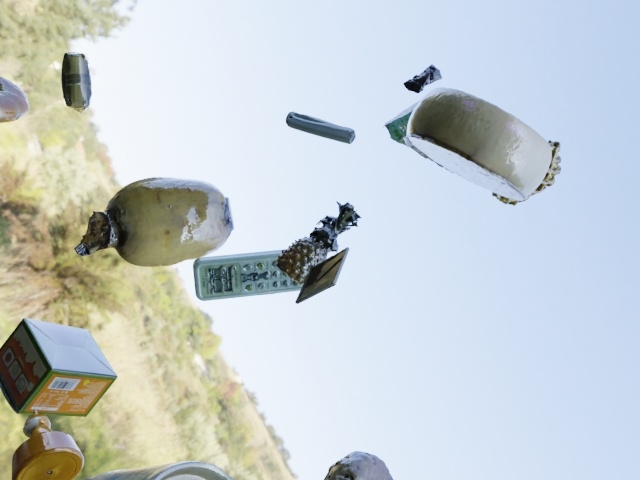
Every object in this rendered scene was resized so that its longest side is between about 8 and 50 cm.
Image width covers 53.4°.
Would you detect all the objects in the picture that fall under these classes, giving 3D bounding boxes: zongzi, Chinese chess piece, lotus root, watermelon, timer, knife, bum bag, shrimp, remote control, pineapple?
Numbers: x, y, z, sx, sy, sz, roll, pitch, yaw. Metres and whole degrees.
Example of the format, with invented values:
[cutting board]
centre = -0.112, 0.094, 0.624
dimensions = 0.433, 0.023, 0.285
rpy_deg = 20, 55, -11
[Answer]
[zongzi]
centre = -0.336, -0.218, 0.886
dimensions = 0.083, 0.040, 0.076
rpy_deg = -154, -117, -77
[Chinese chess piece]
centre = 0.290, -0.176, 1.185
dimensions = 0.112, 0.270, 0.270
rpy_deg = -61, -146, 5
[lotus root]
centre = -0.226, -0.026, 0.879
dimensions = 0.125, 0.221, 0.118
rpy_deg = -126, -145, -53
[watermelon]
centre = 0.291, -0.346, 1.773
dimensions = 0.128, 0.231, 0.146
rpy_deg = 46, -52, 3
[timer]
centre = -0.563, 0.410, 1.283
dimensions = 0.152, 0.132, 0.132
rpy_deg = 48, -28, 41
[knife]
centre = 0.000, -0.237, 1.326
dimensions = 0.162, 0.044, 0.023
rpy_deg = 20, -34, 22
[bum bag]
centre = 0.297, -0.461, 1.825
dimensions = 0.058, 0.124, 0.034
rpy_deg = 50, -16, 17
[shrimp]
centre = -0.645, -0.268, 1.123
dimensions = 0.150, 0.249, 0.068
rpy_deg = 52, -58, 27
[remote control]
centre = -0.187, 0.091, 1.797
dimensions = 0.065, 0.335, 0.128
rpy_deg = -118, -154, -63
[pineapple]
centre = 0.000, 0.000, 1.631
dimensions = 0.125, 0.251, 0.125
rpy_deg = 43, -3, 3

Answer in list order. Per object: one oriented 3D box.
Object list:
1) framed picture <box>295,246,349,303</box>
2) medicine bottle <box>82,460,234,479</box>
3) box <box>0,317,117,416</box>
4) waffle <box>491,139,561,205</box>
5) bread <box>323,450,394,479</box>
[framed picture]
centre = 0.003, 0.081, 1.449
dimensions = 0.011, 0.109, 0.149
rpy_deg = 38, -40, -19
[medicine bottle]
centre = -0.327, 0.501, 1.048
dimensions = 0.406, 0.236, 0.235
rpy_deg = -22, -91, 39
[box]
centre = -0.625, 0.304, 1.495
dimensions = 0.177, 0.148, 0.195
rpy_deg = 43, 8, 32
[waffle]
centre = 0.487, -0.163, 1.511
dimensions = 0.051, 0.194, 0.149
rpy_deg = -119, -175, -54
[bread]
centre = 0.084, 0.556, 1.327
dimensions = 0.230, 0.123, 0.230
rpy_deg = 47, 27, -34
